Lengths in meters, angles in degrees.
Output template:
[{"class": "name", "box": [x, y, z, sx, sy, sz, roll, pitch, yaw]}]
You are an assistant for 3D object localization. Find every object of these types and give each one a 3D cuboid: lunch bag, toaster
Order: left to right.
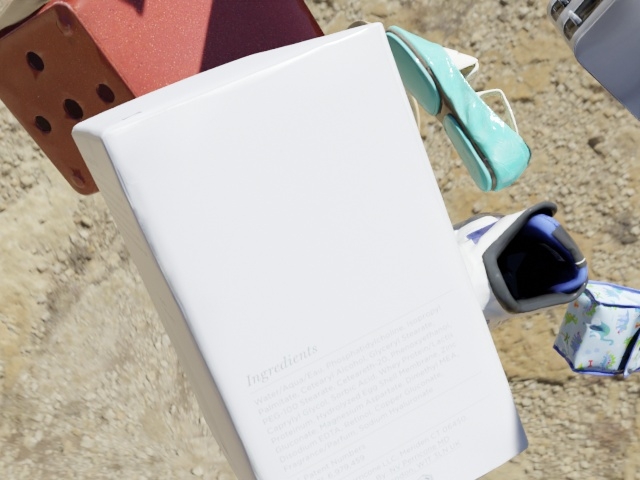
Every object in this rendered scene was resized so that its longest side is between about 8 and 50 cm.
[{"class": "lunch bag", "box": [0.460, 0.140, 1.319, 0.151, 0.096, 0.129, 7, 113, -18]}, {"class": "toaster", "box": [0.363, -0.236, 0.989, 0.185, 0.168, 0.110, 37, 116, -18]}]

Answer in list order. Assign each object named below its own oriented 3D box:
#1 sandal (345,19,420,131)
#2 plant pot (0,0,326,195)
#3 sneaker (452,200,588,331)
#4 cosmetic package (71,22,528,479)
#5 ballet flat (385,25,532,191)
[{"class": "sandal", "box": [0.118, -0.247, 1.388, 0.088, 0.079, 0.240, -25, 83, 32]}, {"class": "plant pot", "box": [-0.191, -0.200, 0.893, 0.267, 0.267, 0.236, 56, 45, -23]}, {"class": "sneaker", "box": [0.209, 0.033, 0.929, 0.182, 0.315, 0.128, -23, 92, 29]}, {"class": "cosmetic package", "box": [-0.026, 0.015, 0.476, 0.138, 0.224, 0.225, -27, 106, -14]}, {"class": "ballet flat", "box": [0.172, -0.172, 1.035, 0.087, 0.083, 0.247, -30, 75, -12]}]
